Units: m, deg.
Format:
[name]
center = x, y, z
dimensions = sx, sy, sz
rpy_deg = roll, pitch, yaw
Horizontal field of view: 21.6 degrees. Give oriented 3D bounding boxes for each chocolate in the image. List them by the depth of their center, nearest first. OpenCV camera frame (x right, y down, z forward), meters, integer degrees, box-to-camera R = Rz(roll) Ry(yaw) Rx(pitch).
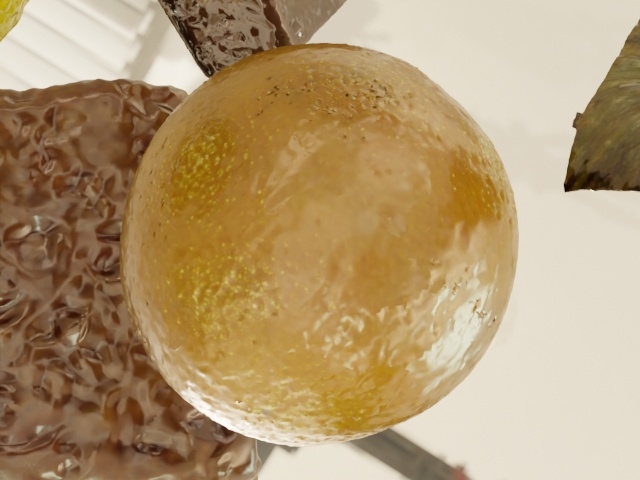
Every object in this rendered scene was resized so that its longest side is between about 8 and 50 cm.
[chocolate]
center = -0.017, -0.237, 1.327
dimensions = 0.112, 0.112, 0.321
rpy_deg = -9, -154, 31

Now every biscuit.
[biscuit]
center = -0.222, 0.056, 1.503
dimensions = 0.166, 0.343, 0.395
rpy_deg = 117, -31, -77

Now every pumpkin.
[pumpkin]
center = 0.276, -0.066, 1.070
dimensions = 0.280, 0.139, 0.190
rpy_deg = -55, 135, -32

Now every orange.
[orange]
center = 0.000, 0.000, 1.108
dimensions = 0.274, 0.274, 0.274
rpy_deg = -58, 174, -9

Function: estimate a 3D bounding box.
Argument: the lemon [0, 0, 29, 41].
[lemon]
center = -0.311, -0.209, 0.991
dimensions = 0.322, 0.268, 0.268
rpy_deg = 19, 105, -52
